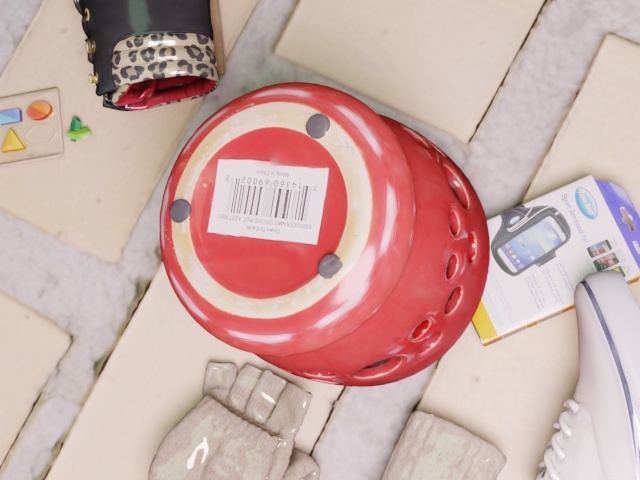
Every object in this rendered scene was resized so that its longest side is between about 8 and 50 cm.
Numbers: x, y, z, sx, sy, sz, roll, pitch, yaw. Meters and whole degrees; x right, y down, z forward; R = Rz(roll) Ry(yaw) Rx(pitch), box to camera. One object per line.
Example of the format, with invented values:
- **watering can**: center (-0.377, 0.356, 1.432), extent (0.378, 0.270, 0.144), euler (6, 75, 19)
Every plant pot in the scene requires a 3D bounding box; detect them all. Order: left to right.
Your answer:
- **plant pot**: center (0.000, 0.000, 0.703), extent (0.191, 0.174, 0.191), euler (-4, 81, 23)

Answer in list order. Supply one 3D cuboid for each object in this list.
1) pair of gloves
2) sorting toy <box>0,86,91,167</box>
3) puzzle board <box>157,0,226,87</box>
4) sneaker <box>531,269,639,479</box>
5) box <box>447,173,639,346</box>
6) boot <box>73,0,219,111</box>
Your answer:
- **pair of gloves**: center (-0.009, 0.202, 0.738), extent (0.240, 0.042, 0.204), euler (16, 74, 14)
- **sorting toy**: center (-0.226, -0.095, 0.864), extent (0.083, 0.012, 0.062), euler (-9, 77, 10)
- **puzzle board**: center (-0.128, -0.185, 0.863), extent (0.096, 0.011, 0.128), euler (-9, 77, 11)
- **sneaker**: center (0.181, 0.149, 0.687), extent (0.091, 0.094, 0.258), euler (-8, 80, 6)
- **box**: center (0.161, 0.012, 0.757), extent (0.136, 0.028, 0.081), euler (-23, 75, 4)
- **boot**: center (-0.187, -0.190, 0.828), extent (0.237, 0.085, 0.178), euler (-6, 80, 11)
